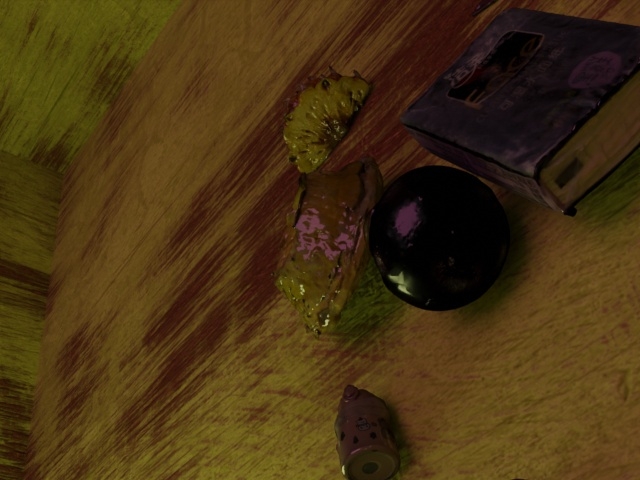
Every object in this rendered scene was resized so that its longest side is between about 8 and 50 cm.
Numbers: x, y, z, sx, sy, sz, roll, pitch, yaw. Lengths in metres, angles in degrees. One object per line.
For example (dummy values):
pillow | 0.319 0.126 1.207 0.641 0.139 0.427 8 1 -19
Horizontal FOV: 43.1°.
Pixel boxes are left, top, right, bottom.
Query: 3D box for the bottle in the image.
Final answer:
bottle | 0.068 0.295 1.250 0.099 0.099 0.152 -53 25 22

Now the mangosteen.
mangosteen | 0.161 -0.008 1.201 0.211 0.211 0.250 -66 17 2

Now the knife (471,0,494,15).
knife | 0.344 -0.462 1.379 0.247 0.018 0.035 -34 47 44

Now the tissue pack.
tissue pack | 0.296 -0.190 1.122 0.259 0.122 0.361 -43 30 -2

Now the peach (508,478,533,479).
peach | 0.240 0.327 0.971 0.083 0.083 0.083 -35 43 42

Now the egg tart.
egg tart | 0.000 0.000 1.414 0.345 0.132 0.345 -164 90 -83

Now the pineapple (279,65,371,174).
pineapple | -0.021 -0.285 1.720 0.250 0.140 0.164 -52 33 30
